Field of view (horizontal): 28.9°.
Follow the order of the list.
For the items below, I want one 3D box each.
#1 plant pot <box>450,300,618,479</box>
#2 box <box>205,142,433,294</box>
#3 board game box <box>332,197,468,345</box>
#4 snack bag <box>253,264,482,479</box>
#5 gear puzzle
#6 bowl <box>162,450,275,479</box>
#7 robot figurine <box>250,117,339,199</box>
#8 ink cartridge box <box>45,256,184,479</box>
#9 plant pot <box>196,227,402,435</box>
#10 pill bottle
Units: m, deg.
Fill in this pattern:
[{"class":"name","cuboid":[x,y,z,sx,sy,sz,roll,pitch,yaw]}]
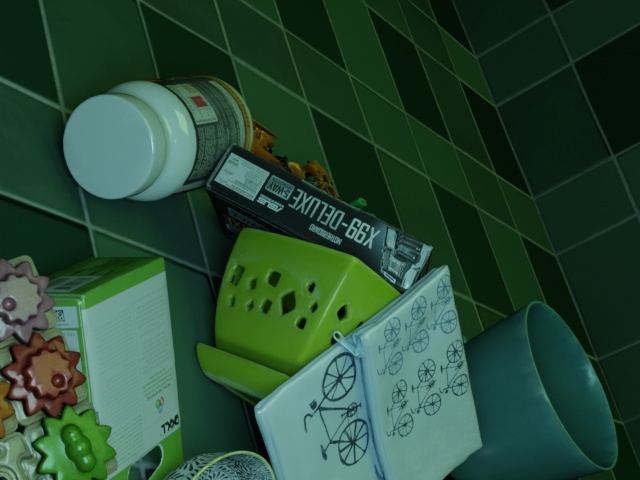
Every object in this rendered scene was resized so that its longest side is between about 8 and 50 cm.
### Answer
[{"class":"plant pot","cuboid":[0.311,0.279,2.037,0.293,0.235,0.293,45,29,-34]},{"class":"box","cuboid":[0.000,0.000,1.730,0.307,0.076,0.242,28,-13,8]},{"class":"board game box","cuboid":[0.132,0.155,2.172,0.390,0.050,0.390,53,25,-18]},{"class":"snack bag","cuboid":[0.070,0.241,1.582,0.342,0.037,0.323,-33,127,-31]},{"class":"gear puzzle","cuboid":[-0.283,0.188,1.190,0.175,0.044,0.339,-22,89,-36]},{"class":"bowl","cuboid":[-0.135,0.301,1.389,0.170,0.080,0.170,-23,122,-42]},{"class":"robot figurine","cuboid":[-0.069,-0.103,1.978,0.291,0.085,0.211,33,23,-40]},{"class":"ink cartridge box","cuboid":[-0.240,0.160,1.369,0.189,0.097,0.255,-30,118,-67]},{"class":"plant pot","cuboid":[-0.015,0.137,1.645,0.228,0.227,0.207,39,73,-42]},{"class":"pill bottle","cuboid":[-0.213,-0.137,1.661,0.162,0.162,0.278,62,23,2]}]
